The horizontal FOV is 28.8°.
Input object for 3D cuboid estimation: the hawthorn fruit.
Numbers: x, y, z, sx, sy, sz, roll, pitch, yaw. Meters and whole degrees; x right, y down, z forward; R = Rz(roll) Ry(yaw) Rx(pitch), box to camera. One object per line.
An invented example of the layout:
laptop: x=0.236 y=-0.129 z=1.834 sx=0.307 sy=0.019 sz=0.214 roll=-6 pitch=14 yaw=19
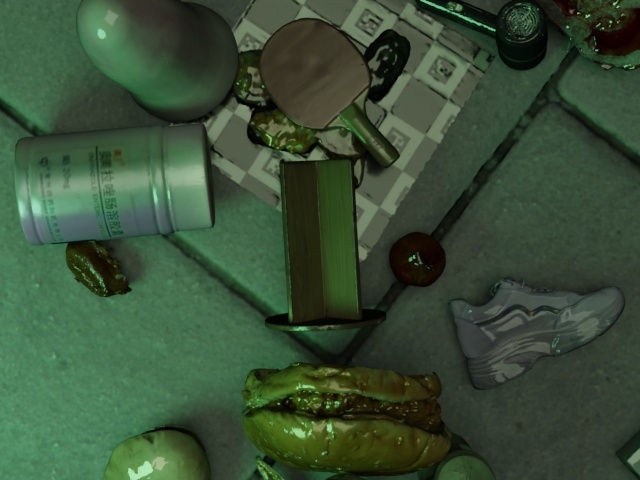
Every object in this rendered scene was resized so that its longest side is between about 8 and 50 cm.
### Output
hawthorn fruit: x=0.139 y=0.027 z=1.743 sx=0.081 sy=0.093 sz=0.081 roll=0 pitch=89 yaw=-4

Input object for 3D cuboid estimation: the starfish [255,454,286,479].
starfish: x=-0.050 y=0.383 z=1.750 sx=0.208 sy=0.053 sz=0.176 roll=-20 pitch=91 yaw=-1

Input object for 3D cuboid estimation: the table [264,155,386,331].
table: x=0.000 y=0.000 z=1.693 sx=0.167 sy=0.167 sz=0.227 roll=-4 pitch=94 yaw=-2

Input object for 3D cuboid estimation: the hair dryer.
hair dryer: x=0.217 y=-0.318 z=1.753 sx=0.219 sy=0.124 sz=0.071 roll=26 pitch=86 yaw=15

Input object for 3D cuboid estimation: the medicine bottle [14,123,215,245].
medicine bottle: x=-0.276 y=-0.078 z=1.701 sx=0.254 sy=0.152 sz=0.152 roll=-5 pitch=89 yaw=-1

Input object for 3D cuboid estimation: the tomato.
tomato: x=0.414 y=-0.360 z=1.732 sx=0.214 sy=0.180 sz=0.155 roll=45 pitch=55 yaw=-21

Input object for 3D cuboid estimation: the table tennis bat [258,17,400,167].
table tennis bat: x=0.019 y=-0.199 z=1.720 sx=0.138 sy=0.022 sz=0.246 roll=-40 pitch=84 yaw=-2

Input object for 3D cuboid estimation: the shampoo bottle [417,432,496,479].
shampoo bottle: x=0.187 y=0.330 z=1.669 sx=0.087 sy=0.234 sz=0.118 roll=-7 pitch=89 yaw=-3

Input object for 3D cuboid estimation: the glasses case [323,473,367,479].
glasses case: x=-0.025 y=0.475 z=1.635 sx=0.156 sy=0.098 sz=0.425 roll=44 pitch=122 yaw=18

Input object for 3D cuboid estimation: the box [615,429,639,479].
box: x=0.560 y=0.344 z=1.766 sx=0.155 sy=0.067 sz=0.243 roll=-44 pitch=90 yaw=-1

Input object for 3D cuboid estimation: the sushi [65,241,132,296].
sushi: x=-0.314 y=0.033 z=1.749 sx=0.118 sy=0.061 sz=0.060 roll=55 pitch=47 yaw=-6

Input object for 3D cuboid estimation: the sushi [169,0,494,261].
sushi: x=0.014 y=-0.208 z=1.759 sx=0.343 sy=0.064 sz=0.359 roll=33 pitch=87 yaw=-1

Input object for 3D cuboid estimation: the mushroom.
mushroom: x=-0.228 y=0.322 z=1.718 sx=0.154 sy=0.122 sz=0.154 roll=-11 pitch=125 yaw=-17

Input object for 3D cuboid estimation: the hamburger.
hamburger: x=0.028 y=0.240 z=1.645 sx=0.259 sy=0.283 sz=0.145 roll=7 pitch=82 yaw=-19

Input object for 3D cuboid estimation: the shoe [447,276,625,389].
shoe: x=0.301 y=0.103 z=1.749 sx=0.245 sy=0.095 sz=0.138 roll=-26 pitch=93 yaw=4

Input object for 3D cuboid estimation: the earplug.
earplug: x=-0.227 y=-0.264 z=1.617 sx=0.172 sy=0.301 sz=0.172 roll=-1 pitch=85 yaw=12
